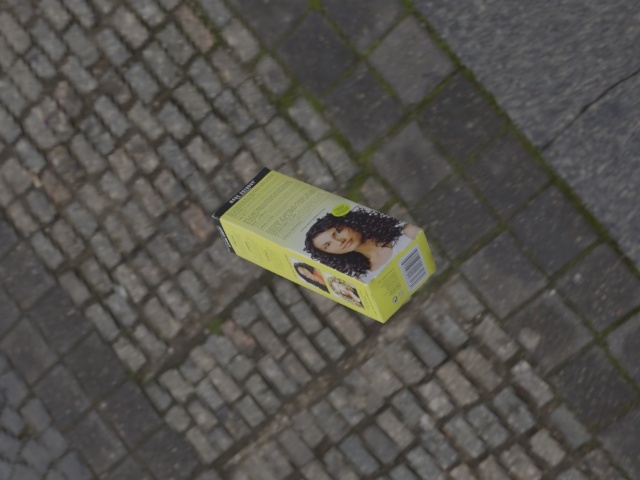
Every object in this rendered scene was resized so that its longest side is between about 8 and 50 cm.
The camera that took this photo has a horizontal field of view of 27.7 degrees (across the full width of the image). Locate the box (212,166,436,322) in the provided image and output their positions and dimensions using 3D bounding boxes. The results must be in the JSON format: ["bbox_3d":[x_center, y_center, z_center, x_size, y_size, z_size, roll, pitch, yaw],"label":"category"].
[{"bbox_3d":[0.000,0.000,1.292,0.232,0.087,0.058,21,147,43],"label":"box"}]
